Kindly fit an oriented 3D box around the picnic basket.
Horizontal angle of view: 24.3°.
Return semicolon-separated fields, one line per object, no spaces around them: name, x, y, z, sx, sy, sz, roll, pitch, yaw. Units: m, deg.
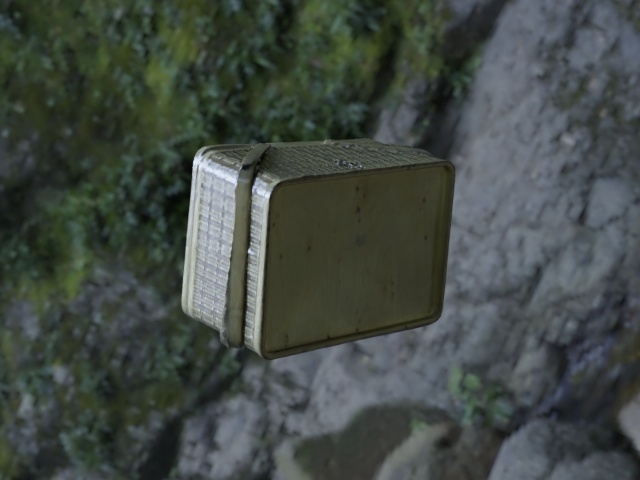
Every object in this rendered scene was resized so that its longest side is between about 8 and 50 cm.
picnic basket;0.000;0.000;0.915;0.079;0.164;0.115;21;110;47
